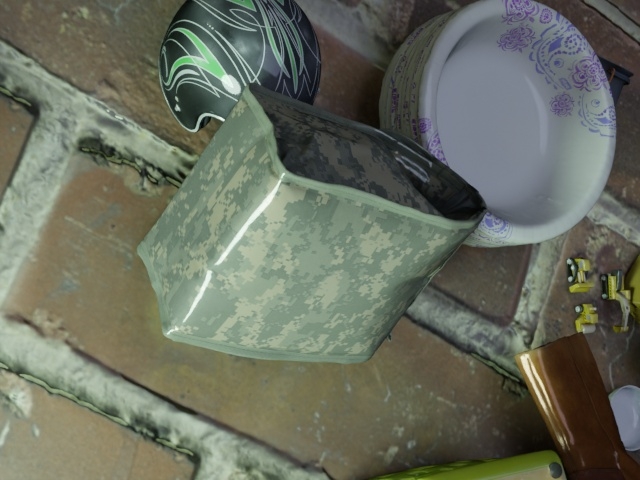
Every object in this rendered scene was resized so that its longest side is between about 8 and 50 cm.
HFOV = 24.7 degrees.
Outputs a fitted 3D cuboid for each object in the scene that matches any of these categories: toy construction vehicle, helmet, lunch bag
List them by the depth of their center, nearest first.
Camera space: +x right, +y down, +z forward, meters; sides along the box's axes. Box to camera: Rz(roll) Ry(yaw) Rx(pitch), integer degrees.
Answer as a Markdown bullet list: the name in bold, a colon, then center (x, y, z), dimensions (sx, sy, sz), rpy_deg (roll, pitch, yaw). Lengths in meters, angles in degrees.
- **lunch bag**: center (0.000, 0.000, 1.501), dimensions (0.287, 0.235, 0.169), rpy_deg (17, 33, -33)
- **helmet**: center (-0.079, -0.189, 1.524), dimensions (0.169, 0.161, 0.169), rpy_deg (5, 82, -34)
- **toy construction vehicle**: center (0.358, 0.070, 1.873), dimensions (0.086, 0.035, 0.098), rpy_deg (2, 83, -34)

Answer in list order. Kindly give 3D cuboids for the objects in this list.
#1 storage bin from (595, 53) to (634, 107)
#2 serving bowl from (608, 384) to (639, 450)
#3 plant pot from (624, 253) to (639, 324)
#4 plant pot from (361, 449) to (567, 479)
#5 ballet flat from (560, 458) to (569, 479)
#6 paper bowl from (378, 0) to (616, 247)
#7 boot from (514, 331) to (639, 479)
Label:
- **storage bin**: center (0.322, -0.188, 1.850), dimensions (0.135, 0.098, 0.091), rpy_deg (18, 85, -32)
- **serving bowl**: center (0.390, 0.228, 1.881), dimensions (0.083, 0.027, 0.083), rpy_deg (4, 83, -35)
- **plant pot**: center (0.443, 0.069, 1.908), dimensions (0.083, 0.081, 0.081), rpy_deg (-47, 111, -16)
- **plant pot**: center (0.162, 0.347, 1.580), dimensions (0.227, 0.207, 0.228), rpy_deg (-5, 75, -34)
- **ballet flat**: center (0.286, 0.401, 1.755), dimensions (0.096, 0.095, 0.280), rpy_deg (-15, 81, -25)
- **paper bowl**: center (0.194, -0.132, 1.710), dimensions (0.284, 0.148, 0.284), rpy_deg (3, 84, -32)
- **boot**: center (0.354, 0.249, 1.793), dimensions (0.264, 0.096, 0.280), rpy_deg (-4, 67, -47)
